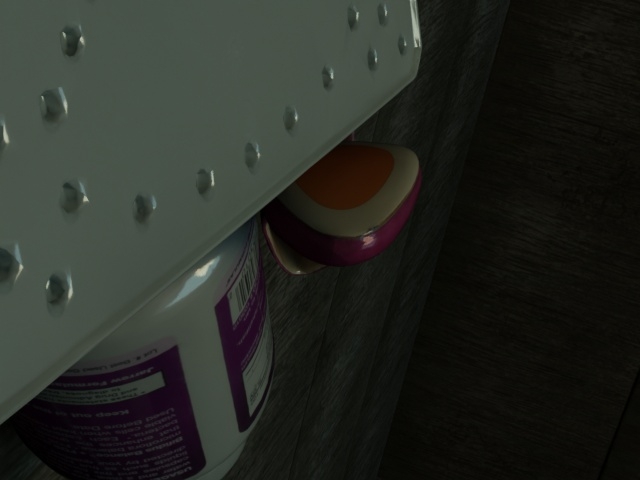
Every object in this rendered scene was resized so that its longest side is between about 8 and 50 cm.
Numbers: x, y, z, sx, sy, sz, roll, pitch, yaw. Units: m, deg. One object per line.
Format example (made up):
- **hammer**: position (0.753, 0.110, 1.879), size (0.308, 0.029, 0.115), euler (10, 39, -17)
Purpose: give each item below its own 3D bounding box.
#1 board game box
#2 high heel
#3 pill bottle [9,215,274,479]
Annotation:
- **board game box**: position (-0.072, -0.194, 0.446), size (0.390, 0.050, 0.389), euler (-44, 131, -55)
- **high heel**: position (0.000, 0.000, 0.648), size (0.244, 0.082, 0.117), euler (-117, -151, -69)
- **pill bottle**: position (-0.113, 0.046, 0.715), size (0.301, 0.169, 0.169), euler (88, 24, -59)
